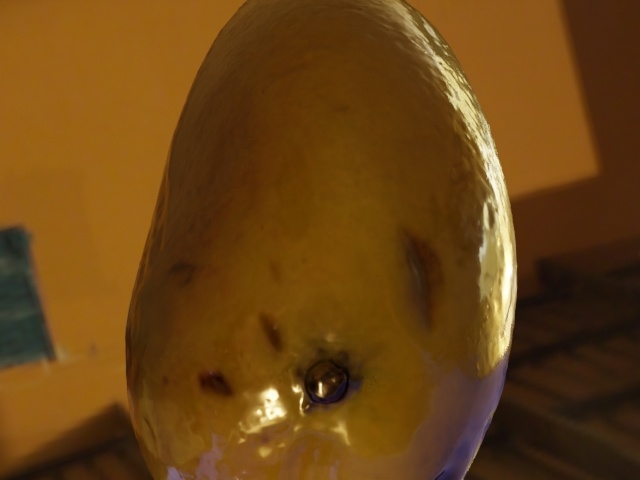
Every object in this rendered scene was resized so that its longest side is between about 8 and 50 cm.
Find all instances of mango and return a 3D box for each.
[{"bbox_3d":[0.000,0.000,1.143,0.221,0.301,0.445,11,-142,-7],"label":"mango"}]
